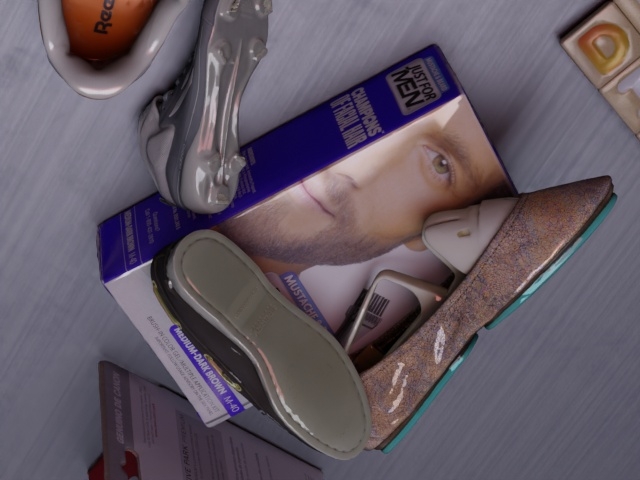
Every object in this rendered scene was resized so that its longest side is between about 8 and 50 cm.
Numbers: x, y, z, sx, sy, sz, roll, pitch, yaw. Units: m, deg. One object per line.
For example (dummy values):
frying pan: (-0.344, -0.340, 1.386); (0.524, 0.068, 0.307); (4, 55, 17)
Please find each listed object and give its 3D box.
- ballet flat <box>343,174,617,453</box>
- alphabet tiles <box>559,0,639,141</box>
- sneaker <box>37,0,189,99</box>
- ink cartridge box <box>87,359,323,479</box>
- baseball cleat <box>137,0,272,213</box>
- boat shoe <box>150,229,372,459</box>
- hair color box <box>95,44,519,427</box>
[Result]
ballet flat: (0.104, 0.043, 1.246); (0.106, 0.107, 0.316); (40, 108, -1)
alphabet tiles: (0.382, -0.182, 1.310); (0.285, 0.011, 0.342); (-39, 114, 12)
sneaker: (-0.142, -0.255, 1.125); (0.126, 0.127, 0.321); (3, 119, -10)
ink cartridge box: (-0.114, 0.287, 1.348); (0.272, 0.309, 0.130); (32, 110, -25)
baseball cleat: (-0.102, -0.127, 1.240); (0.072, 0.109, 0.206); (9, 93, -50)
boat shoe: (-0.047, 0.086, 1.232); (0.228, 0.069, 0.081); (51, 60, -12)
hair color box: (0.000, 0.000, 1.316); (0.339, 0.110, 0.185); (-29, 121, 5)
